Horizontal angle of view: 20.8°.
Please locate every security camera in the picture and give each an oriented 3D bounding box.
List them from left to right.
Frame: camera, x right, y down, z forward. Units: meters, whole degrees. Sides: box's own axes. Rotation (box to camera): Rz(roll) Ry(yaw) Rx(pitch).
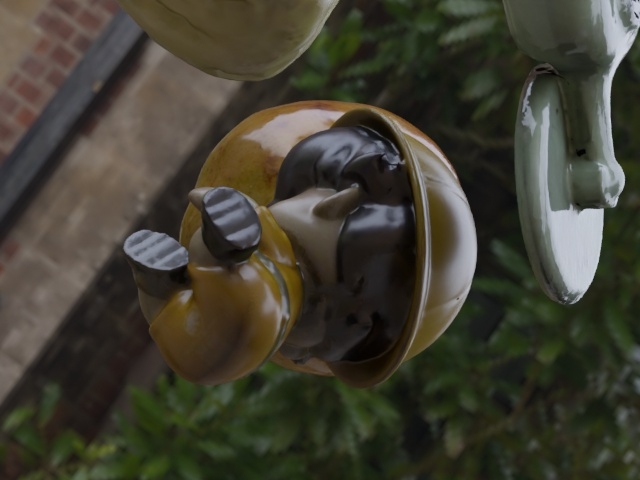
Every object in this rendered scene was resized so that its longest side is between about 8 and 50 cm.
[{"bbox_3d":[0.165,-0.108,1.103,0.080,0.301,0.157,-2,13,22],"label":"security camera"}]

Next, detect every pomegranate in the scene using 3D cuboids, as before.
[{"bbox_3d":[0.000,0.000,1.593,0.264,0.264,0.264,34,-11,8],"label":"pomegranate"}]

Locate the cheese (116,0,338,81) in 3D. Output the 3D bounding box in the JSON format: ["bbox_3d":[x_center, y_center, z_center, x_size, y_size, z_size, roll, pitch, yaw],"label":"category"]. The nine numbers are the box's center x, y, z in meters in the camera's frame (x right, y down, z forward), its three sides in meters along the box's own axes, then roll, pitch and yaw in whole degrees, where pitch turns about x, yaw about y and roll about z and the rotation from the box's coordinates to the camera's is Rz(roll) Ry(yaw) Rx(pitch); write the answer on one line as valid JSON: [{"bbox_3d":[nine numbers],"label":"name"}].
[{"bbox_3d":[-0.013,-0.191,0.793,0.117,0.214,0.226,26,-50,7],"label":"cheese"}]

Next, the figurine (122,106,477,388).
[{"bbox_3d":[-0.003,0.021,1.158,0.167,0.257,0.192,48,-47,14],"label":"figurine"}]
